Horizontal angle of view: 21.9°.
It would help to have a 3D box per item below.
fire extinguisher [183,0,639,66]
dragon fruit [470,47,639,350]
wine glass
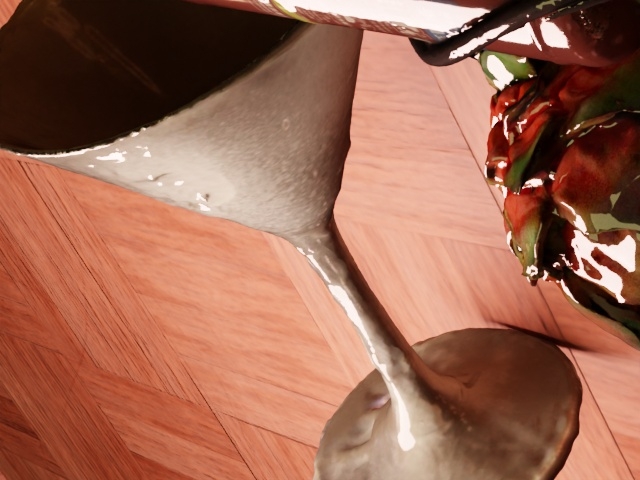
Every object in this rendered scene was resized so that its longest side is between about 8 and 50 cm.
[{"bbox_3d":[0.056,-0.137,0.757,0.341,0.141,0.105,15,115,36],"label":"fire extinguisher"},{"bbox_3d":[0.165,-0.037,0.809,0.182,0.182,0.188,114,151,-64],"label":"dragon fruit"},{"bbox_3d":[0.000,0.000,1.043,0.267,0.267,0.406,15,144,50],"label":"wine glass"}]
